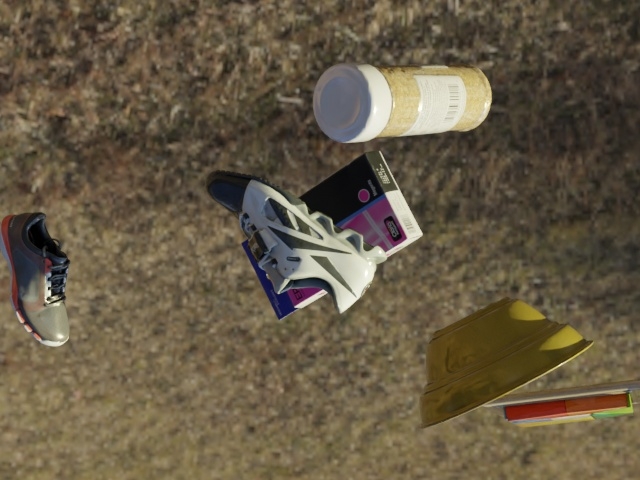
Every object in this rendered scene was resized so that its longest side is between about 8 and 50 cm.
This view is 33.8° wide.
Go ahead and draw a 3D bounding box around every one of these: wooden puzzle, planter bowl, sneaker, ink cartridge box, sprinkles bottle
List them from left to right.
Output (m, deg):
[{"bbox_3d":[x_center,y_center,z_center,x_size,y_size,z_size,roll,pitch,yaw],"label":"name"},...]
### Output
[{"bbox_3d":[-0.309,0.041,1.178,0.065,0.158,0.061,-17,-174,27],"label":"sneaker"},{"bbox_3d":[-0.068,0.003,1.739,0.330,0.146,0.122,29,166,10],"label":"sneaker"},{"bbox_3d":[0.000,0.000,1.953,0.371,0.176,0.069,-33,169,34],"label":"ink cartridge box"},{"bbox_3d":[0.142,-0.228,1.718,0.121,0.121,0.355,-22,173,40],"label":"sprinkles bottle"},{"bbox_3d":[0.187,0.123,1.184,0.217,0.090,0.217,-26,172,-4],"label":"planter bowl"},{"bbox_3d":[0.325,0.218,1.385,0.238,0.044,0.221,-5,166,17],"label":"wooden puzzle"}]
